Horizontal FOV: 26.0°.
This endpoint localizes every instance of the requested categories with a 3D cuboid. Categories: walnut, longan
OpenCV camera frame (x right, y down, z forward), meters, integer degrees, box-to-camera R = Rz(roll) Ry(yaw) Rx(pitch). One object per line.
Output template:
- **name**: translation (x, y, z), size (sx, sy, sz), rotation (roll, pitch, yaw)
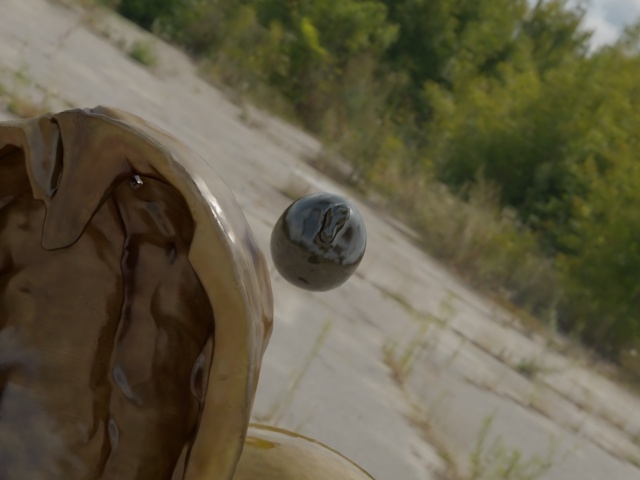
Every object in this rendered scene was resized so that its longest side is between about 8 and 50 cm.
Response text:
- **walnut**: translation (-0.092, 0.051, 0.531), size (0.167, 0.211, 0.087), rotation (20, 10, 18)
- **longan**: translation (0.000, 0.000, 1.404), size (0.106, 0.106, 0.119), rotation (31, -29, -5)

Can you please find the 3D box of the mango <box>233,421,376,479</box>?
- **mango**: translation (-0.022, 0.285, 0.833), size (0.378, 0.263, 0.221), rotation (51, -11, 18)
